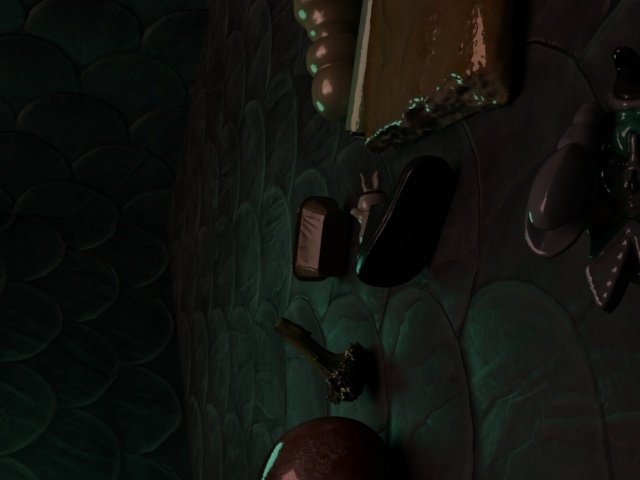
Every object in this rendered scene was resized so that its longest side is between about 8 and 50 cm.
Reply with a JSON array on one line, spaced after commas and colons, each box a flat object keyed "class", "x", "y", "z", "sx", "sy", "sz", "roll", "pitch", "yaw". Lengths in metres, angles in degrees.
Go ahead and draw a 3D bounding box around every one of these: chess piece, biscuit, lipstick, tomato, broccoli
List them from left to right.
[{"class": "broccoli", "x": 0.002, "y": 0.207, "z": 1.639, "sx": 0.122, "sy": 0.204, "sz": 0.118, "roll": -56, "pitch": 5, "yaw": -32}, {"class": "tomato", "x": 0.003, "y": 0.431, "z": 1.516, "sx": 0.270, "sy": 0.227, "sz": 0.270, "roll": -176, "pitch": 90, "yaw": -75}, {"class": "chess piece", "x": 0.035, "y": -0.379, "z": 1.774, "sx": 0.167, "sy": 0.167, "sz": 0.299, "roll": 138, "pitch": 127, "yaw": -65}, {"class": "lipstick", "x": 0.099, "y": -0.338, "z": 1.657, "sx": 0.076, "sy": 0.076, "sz": 0.304, "roll": -151, "pitch": 66, "yaw": -70}, {"class": "biscuit", "x": 0.171, "y": -0.367, "z": 1.393, "sx": 0.429, "sy": 0.104, "sz": 0.446, "roll": -174, "pitch": 88, "yaw": -72}]

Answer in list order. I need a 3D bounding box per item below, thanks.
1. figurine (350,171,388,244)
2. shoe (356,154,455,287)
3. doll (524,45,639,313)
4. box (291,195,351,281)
[{"class": "figurine", "x": 0.089, "y": -0.039, "z": 1.599, "sx": 0.098, "sy": 0.081, "sz": 0.146, "roll": 114, "pitch": 154, "yaw": -46}, {"class": "shoe", "x": 0.132, "y": -0.038, "z": 1.440, "sx": 0.093, "sy": 0.108, "sz": 0.241, "roll": -110, "pitch": 37, "yaw": -55}, {"class": "doll", "x": 0.287, "y": -0.058, "z": 0.870, "sx": 0.195, "sy": 0.153, "sz": 0.258, "roll": -30, "pitch": 63, "yaw": 25}, {"class": "box", "x": 0.000, "y": 0.000, "z": 1.838, "sx": 0.111, "sy": 0.111, "sz": 0.177, "roll": -150, "pitch": 67, "yaw": -70}]
